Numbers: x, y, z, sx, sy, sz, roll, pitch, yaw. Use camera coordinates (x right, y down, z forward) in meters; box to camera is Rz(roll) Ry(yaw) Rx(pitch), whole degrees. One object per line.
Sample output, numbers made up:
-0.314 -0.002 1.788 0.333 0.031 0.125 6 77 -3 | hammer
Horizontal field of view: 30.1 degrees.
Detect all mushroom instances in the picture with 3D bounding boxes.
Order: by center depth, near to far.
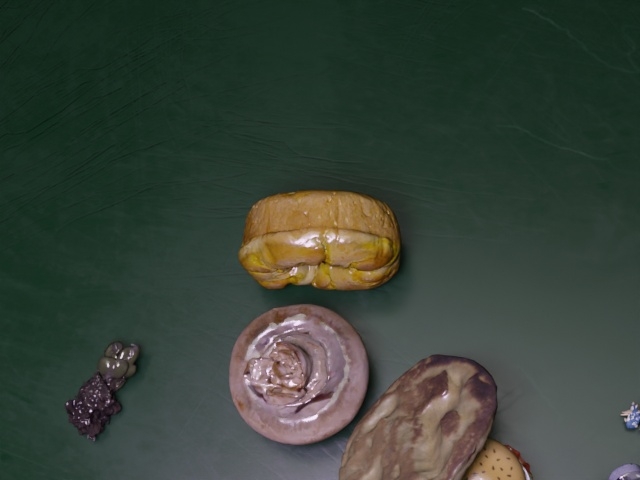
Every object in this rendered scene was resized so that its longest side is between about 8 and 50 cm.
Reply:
-0.037 0.204 1.868 0.226 0.178 0.227 -7 63 14 | mushroom

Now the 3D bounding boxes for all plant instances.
-0.357 0.241 1.963 0.085 0.087 0.174 30 82 -13 | plant

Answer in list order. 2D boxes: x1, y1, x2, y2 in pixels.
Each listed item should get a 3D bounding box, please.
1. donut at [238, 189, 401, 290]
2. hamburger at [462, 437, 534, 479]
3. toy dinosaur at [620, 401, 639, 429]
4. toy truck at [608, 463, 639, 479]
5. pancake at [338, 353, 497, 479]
0.000 0.000 1.919 0.261 0.208 0.128 0 70 4 | donut
0.240 0.370 1.786 0.175 0.137 0.175 -2 69 5 | hamburger
0.507 0.265 1.835 0.083 0.030 0.047 -14 71 3 | toy dinosaur
0.394 0.450 1.693 0.367 0.175 0.146 -22 36 4 | toy truck
0.146 0.296 1.795 0.294 0.049 0.294 -34 28 21 | pancake
